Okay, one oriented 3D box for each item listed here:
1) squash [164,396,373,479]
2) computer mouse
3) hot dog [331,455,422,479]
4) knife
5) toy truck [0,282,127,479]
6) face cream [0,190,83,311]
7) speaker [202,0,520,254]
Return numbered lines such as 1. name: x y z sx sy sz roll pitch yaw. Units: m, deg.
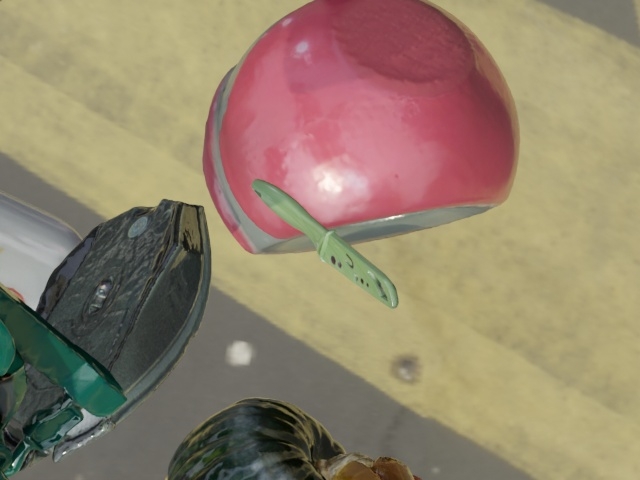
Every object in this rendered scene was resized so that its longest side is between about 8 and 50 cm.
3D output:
1. squash: -0.038 0.240 1.529 0.218 0.218 0.172 49 125 24
2. computer mouse: -0.134 0.066 1.171 0.126 0.071 0.231 -13 41 39
3. hot dog: 0.071 0.200 0.961 0.062 0.092 0.236 -51 38 11
4. knife: 0.000 0.000 1.280 0.207 0.014 0.030 39 138 51
5. toy truck: -0.244 0.029 0.886 0.178 0.363 0.176 -36 47 -8
6. face cream: -0.265 0.023 1.415 0.144 0.291 0.071 -43 34 31
7. speaker: 0.033 -0.091 1.634 0.294 0.294 0.294 -4 80 26
